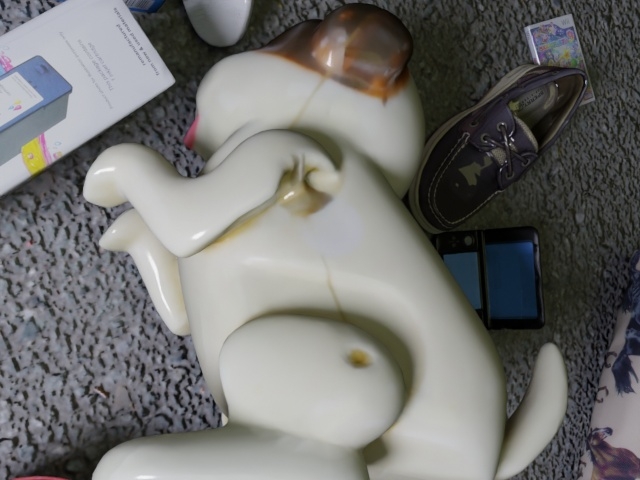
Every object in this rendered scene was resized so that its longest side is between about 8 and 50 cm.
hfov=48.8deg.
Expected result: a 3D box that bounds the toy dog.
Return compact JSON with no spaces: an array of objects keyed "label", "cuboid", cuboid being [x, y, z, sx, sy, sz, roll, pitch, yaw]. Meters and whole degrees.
[{"label":"toy dog","cuboid":[0.000,0.000,0.582,0.395,0.285,0.408,-4,66,0]}]

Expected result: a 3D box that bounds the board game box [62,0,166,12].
[{"label":"board game box","cuboid":[-0.278,-0.366,0.578,0.308,0.086,0.302,-2,89,-29]}]

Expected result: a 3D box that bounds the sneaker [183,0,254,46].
[{"label":"sneaker","cuboid":[-0.089,-0.299,0.692,0.094,0.080,0.212,-36,125,-67]}]

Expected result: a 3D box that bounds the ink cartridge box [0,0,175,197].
[{"label":"ink cartridge box","cuboid":[-0.240,-0.092,0.545,0.212,0.154,0.093,-39,107,-26]}]

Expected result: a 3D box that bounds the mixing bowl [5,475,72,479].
[{"label":"mixing bowl","cuboid":[-0.243,0.266,0.557,0.181,0.098,0.182,1,87,-29]}]

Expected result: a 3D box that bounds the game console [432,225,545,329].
[{"label":"game console","cuboid":[0.196,0.047,0.826,0.107,0.071,0.122,-3,88,-29]}]

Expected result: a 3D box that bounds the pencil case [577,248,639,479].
[{"label":"pencil case","cuboid":[0.453,0.203,0.908,0.183,0.160,0.411,23,76,-18]}]

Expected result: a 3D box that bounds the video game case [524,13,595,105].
[{"label":"video game case","cuboid":[0.321,-0.235,0.944,0.087,0.011,0.122,-23,98,-28]}]

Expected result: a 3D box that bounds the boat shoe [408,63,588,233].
[{"label":"boat shoe","cuboid":[0.214,-0.119,0.832,0.285,0.092,0.103,-43,108,-23]}]
